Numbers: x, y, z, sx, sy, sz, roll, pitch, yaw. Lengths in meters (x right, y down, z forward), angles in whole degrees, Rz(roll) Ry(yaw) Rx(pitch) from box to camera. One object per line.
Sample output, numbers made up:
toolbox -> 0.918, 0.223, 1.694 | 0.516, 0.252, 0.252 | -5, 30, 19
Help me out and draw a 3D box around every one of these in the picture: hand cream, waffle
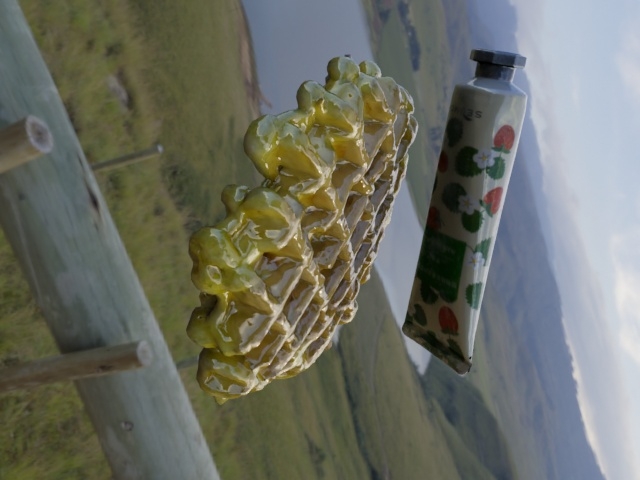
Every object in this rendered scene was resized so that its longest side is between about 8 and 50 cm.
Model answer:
hand cream -> 0.124, -0.023, 0.572 | 0.095, 0.059, 0.276 | 32, -62, 53
waffle -> -0.004, 0.002, 0.529 | 0.329, 0.062, 0.329 | -56, 162, -29
